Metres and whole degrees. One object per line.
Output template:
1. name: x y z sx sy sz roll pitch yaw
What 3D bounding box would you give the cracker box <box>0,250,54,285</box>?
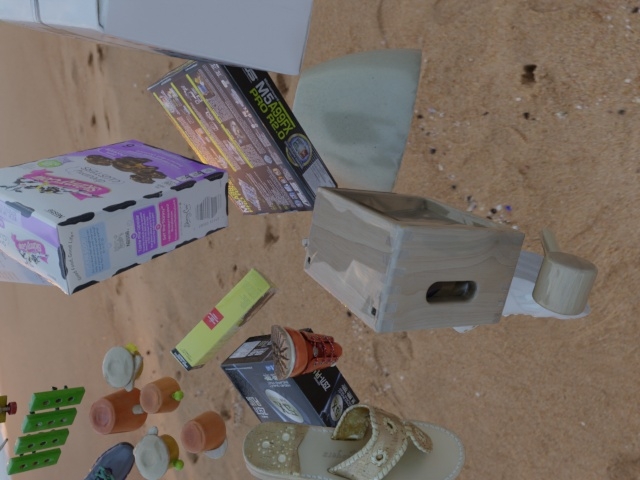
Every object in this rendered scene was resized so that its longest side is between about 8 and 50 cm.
1. cracker box: -0.468 -0.003 0.647 0.155 0.232 0.067 128 147 -60

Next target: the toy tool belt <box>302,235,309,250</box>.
1. toy tool belt: 0.000 0.000 0.770 0.052 0.083 0.051 25 86 4

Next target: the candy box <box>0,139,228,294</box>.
1. candy box: -0.223 -0.039 0.515 0.165 0.196 0.070 21 121 28

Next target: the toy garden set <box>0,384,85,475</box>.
1. toy garden set: -0.678 0.428 1.117 0.049 0.204 0.244 42 112 37

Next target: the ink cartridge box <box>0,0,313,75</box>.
1. ink cartridge box: -0.134 -0.189 0.365 0.219 0.160 0.092 24 111 39

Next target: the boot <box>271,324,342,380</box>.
1. boot: -0.015 0.125 0.565 0.158 0.085 0.059 107 158 -77

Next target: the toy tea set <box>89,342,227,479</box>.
1. toy tea set: -0.331 0.364 1.031 0.336 0.124 0.200 28 96 25

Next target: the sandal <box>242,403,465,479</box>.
1. sandal: 0.039 0.207 0.505 0.088 0.240 0.079 -89 1 -48

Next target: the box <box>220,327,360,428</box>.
1. box: -0.054 0.227 0.785 0.180 0.077 0.147 -19 107 48

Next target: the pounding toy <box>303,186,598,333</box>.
1. pounding toy: 0.114 0.029 0.404 0.206 0.181 0.094 35 118 57

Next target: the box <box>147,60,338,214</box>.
1. box: -0.123 -0.162 0.775 0.216 0.060 0.270 0 132 49

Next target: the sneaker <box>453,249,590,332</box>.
1. sneaker: 0.323 0.101 0.880 0.169 0.293 0.108 -50 28 39

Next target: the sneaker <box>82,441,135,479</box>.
1. sneaker: -0.509 0.564 1.113 0.083 0.223 0.098 44 168 -8

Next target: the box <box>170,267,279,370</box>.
1. box: -0.190 0.160 1.000 0.232 0.087 0.058 -45 78 0

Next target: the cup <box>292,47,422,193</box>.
1. cup: 0.065 -0.266 1.078 0.237 0.331 0.331 12 114 2
